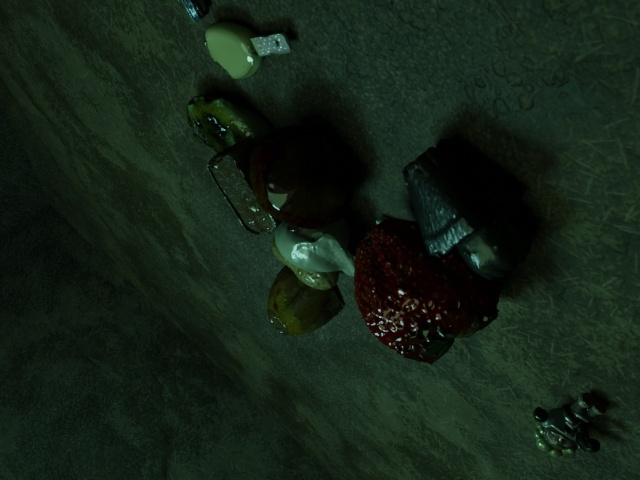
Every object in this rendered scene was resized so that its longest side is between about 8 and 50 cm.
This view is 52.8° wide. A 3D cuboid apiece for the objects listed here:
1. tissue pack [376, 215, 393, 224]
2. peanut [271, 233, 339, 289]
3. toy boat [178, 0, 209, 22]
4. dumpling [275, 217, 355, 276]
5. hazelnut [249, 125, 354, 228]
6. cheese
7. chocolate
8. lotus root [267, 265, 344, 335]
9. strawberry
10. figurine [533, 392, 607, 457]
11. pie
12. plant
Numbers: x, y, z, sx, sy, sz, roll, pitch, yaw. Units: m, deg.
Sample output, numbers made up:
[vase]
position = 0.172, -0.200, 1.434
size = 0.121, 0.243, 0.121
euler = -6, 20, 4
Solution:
[tissue pack]
position = 0.170, -0.016, 1.385
size = 0.108, 0.023, 0.056
euler = 19, 142, 45
[peanut]
position = -0.045, 0.054, 1.723
size = 0.226, 0.095, 0.108
euler = 37, 148, 22
[toy boat]
position = -0.282, -0.522, 1.337
size = 0.060, 0.060, 0.137
euler = 0, 134, 29
[dumpling]
position = 0.004, -0.004, 1.547
size = 0.226, 0.243, 0.175
euler = 32, 120, -30
[hazelnut]
position = -0.050, -0.122, 1.356
size = 0.234, 0.218, 0.218
euler = 52, 153, -5
[cheese]
position = -0.143, -0.391, 1.316
size = 0.255, 0.050, 0.127
euler = 15, 138, 48
[chocolate]
position = -0.157, -0.122, 1.495
size = 0.148, 0.093, 0.214
euler = -6, 122, 56
[lotus root]
position = -0.067, 0.174, 1.834
size = 0.188, 0.180, 0.199
euler = 23, 145, 47
[strawberry]
position = 0.191, 0.079, 1.252
size = 0.288, 0.250, 0.239
euler = 58, 158, 18
[figurine]
position = 0.515, 0.386, 1.334
size = 0.147, 0.093, 0.197
euler = 30, 149, 11
[pie]
position = -0.191, -0.211, 1.607
size = 0.371, 0.078, 0.296
euler = 55, 150, -16
[plant]
position = 0.248, -0.047, 1.098
size = 0.256, 0.142, 0.164
euler = 50, 153, 4
